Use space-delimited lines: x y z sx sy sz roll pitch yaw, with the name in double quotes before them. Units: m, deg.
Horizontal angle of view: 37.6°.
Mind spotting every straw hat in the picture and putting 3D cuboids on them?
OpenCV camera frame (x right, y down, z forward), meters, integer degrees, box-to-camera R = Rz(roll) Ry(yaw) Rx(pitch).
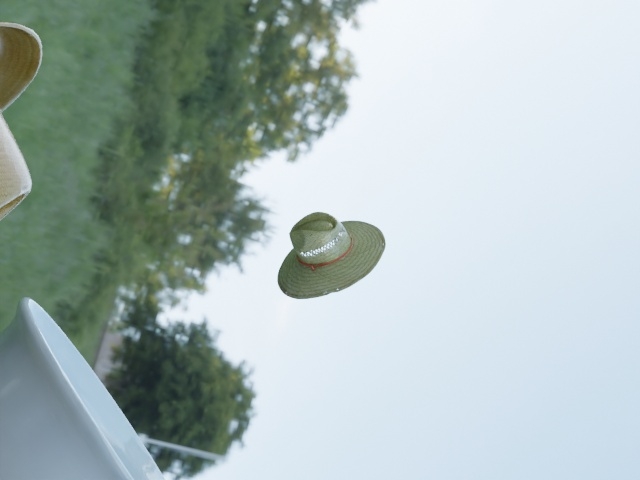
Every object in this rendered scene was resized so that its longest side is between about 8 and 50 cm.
"straw hat" 0.000 0.000 1.104 0.145 0.061 0.144 -21 -145 15

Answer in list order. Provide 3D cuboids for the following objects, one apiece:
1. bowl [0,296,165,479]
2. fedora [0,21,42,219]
"bowl" -0.227 0.207 0.816 0.134 0.297 0.298 -34 -156 -11
"fedora" -0.197 -0.024 0.430 0.194 0.079 0.194 -33 -178 1
